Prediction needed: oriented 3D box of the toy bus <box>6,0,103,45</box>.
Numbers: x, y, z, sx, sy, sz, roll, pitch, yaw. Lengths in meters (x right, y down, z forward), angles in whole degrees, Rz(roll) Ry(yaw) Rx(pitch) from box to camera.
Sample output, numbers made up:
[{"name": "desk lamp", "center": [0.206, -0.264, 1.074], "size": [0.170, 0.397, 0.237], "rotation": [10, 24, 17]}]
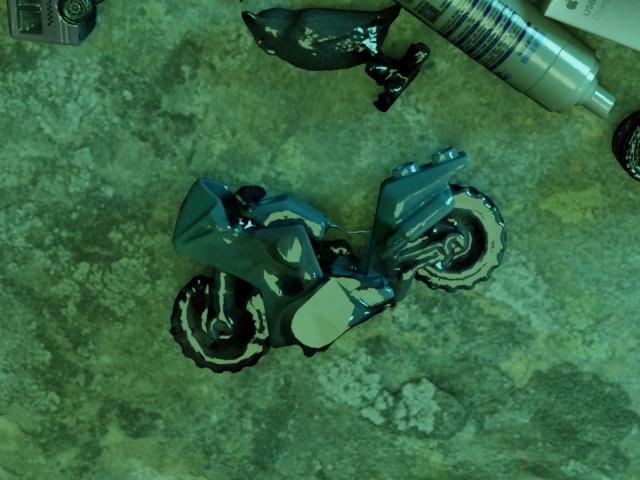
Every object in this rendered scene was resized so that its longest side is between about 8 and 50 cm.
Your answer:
[{"name": "toy bus", "center": [-0.300, -0.323, 1.570], "size": [0.108, 0.096, 0.199], "rotation": [3, 115, 6]}]

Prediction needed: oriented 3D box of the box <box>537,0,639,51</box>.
[{"name": "box", "center": [0.391, -0.305, 1.543], "size": [0.252, 0.106, 0.203], "rotation": [21, 112, -4]}]

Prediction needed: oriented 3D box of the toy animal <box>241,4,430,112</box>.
[{"name": "toy animal", "center": [0.020, -0.238, 1.593], "size": [0.210, 0.121, 0.117], "rotation": [26, 91, -1]}]

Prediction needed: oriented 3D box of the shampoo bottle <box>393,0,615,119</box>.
[{"name": "shampoo bottle", "center": [0.208, -0.234, 1.584], "size": [0.303, 0.092, 0.092], "rotation": [33, 109, -10]}]

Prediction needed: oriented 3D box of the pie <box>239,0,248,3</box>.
[{"name": "pie", "center": [-0.097, -0.364, 1.578], "size": [0.088, 0.033, 0.191], "rotation": [18, 111, 0]}]

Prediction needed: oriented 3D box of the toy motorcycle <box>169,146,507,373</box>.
[{"name": "toy motorcycle", "center": [0.000, 0.000, 1.645], "size": [0.416, 0.172, 0.232], "rotation": [-19, 101, 8]}]

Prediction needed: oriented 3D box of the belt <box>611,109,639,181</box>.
[{"name": "belt", "center": [0.517, -0.121, 1.612], "size": [0.359, 0.094, 0.126], "rotation": [-8, 112, 6]}]
